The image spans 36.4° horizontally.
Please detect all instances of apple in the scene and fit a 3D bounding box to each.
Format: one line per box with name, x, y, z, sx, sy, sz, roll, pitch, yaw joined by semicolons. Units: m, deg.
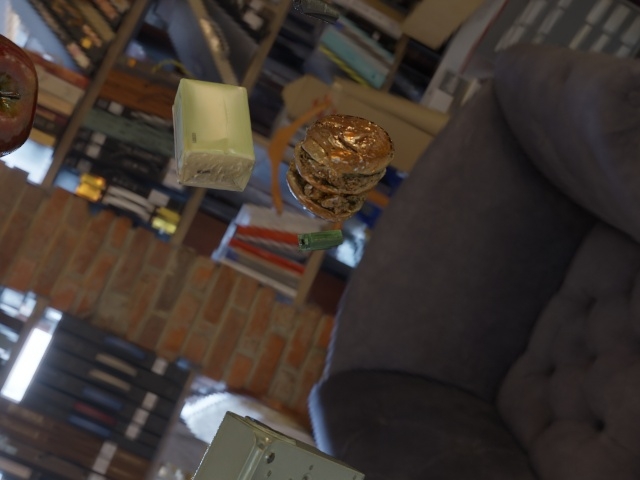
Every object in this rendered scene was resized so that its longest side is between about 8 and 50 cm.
apple;-0.575;-0.234;1.554;0.230;0.230;0.230;-59;13;22

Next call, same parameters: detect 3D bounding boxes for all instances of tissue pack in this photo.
tissue pack;-0.239;-0.234;2.156;0.125;0.159;0.234;117;152;-47

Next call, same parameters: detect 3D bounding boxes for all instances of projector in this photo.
projector;-0.069;0.369;1.343;0.108;0.250;0.198;18;78;45

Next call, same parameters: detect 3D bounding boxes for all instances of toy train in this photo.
toy train;0.000;0.000;2.043;0.056;0.093;0.038;-12;84;60

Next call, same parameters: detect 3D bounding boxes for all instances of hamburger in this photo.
hamburger;0.051;-0.190;2.383;0.245;0.260;0.211;62;144;36

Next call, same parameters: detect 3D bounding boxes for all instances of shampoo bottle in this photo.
shampoo bottle;-0.019;-0.444;1.830;0.027;0.137;0.048;1;81;44
